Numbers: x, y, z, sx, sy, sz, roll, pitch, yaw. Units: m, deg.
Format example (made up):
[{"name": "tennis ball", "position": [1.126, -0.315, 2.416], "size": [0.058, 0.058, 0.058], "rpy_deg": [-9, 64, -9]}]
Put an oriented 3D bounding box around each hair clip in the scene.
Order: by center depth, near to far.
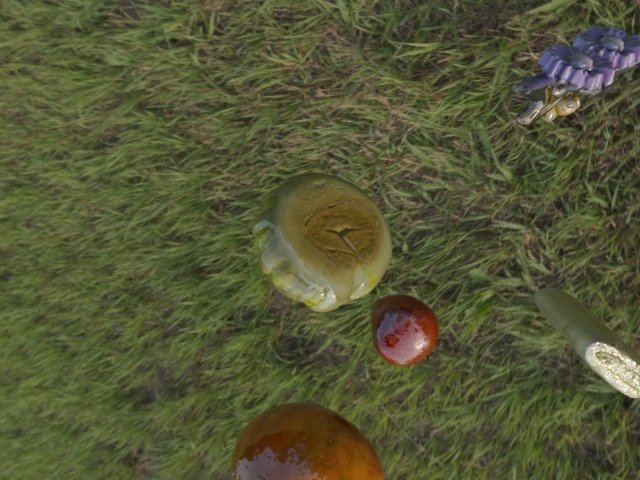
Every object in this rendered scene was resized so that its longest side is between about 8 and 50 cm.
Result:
[{"name": "hair clip", "position": [0.384, -0.249, 0.769], "size": [0.106, 0.292, 0.084], "rpy_deg": [41, 150, 31]}]

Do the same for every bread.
[{"name": "bread", "position": [0.000, 0.000, 0.746], "size": [0.213, 0.213, 0.105], "rpy_deg": [56, 140, 3]}, {"name": "bread", "position": [0.425, 0.152, 0.836], "size": [0.139, 0.178, 0.060], "rpy_deg": [38, 105, -17]}]

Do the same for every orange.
[{"name": "orange", "position": [-0.022, 0.423, 0.943], "size": [0.284, 0.226, 0.283], "rpy_deg": [20, 135, 21]}]

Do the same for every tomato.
[{"name": "tomato", "position": [0.184, 0.198, 1.200], "size": [0.168, 0.167, 0.167], "rpy_deg": [9, 109, 27]}]

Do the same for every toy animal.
[{"name": "toy animal", "position": [0.380, -0.235, 0.843], "size": [0.061, 0.081, 0.083], "rpy_deg": [-14, 112, -5]}]
